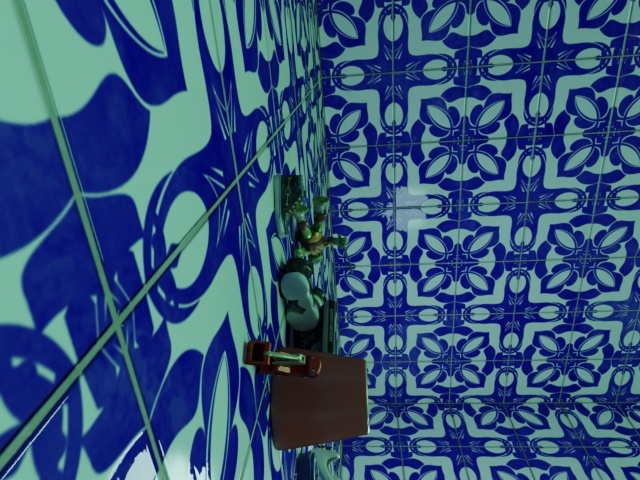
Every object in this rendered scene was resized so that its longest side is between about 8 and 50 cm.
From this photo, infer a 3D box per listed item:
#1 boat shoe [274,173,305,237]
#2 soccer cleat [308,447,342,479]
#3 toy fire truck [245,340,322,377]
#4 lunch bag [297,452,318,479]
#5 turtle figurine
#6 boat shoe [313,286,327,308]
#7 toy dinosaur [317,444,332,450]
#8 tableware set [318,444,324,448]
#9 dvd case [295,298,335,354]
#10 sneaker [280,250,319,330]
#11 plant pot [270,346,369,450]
[{"bbox_3d":[-0.086,-0.099,1.289,0.065,0.083,0.183,-39,127,-83],"label":"boat shoe"},{"bbox_3d":[0.008,0.897,1.564,0.116,0.143,0.331,80,10,-56],"label":"soccer cleat"},{"bbox_3d":[-0.075,0.259,0.972,0.135,0.192,0.047,135,-38,-57],"label":"toy fire truck"},{"bbox_3d":[-0.040,0.768,1.516,0.067,0.065,0.098,59,29,-79],"label":"lunch bag"},{"bbox_3d":[0.000,0.000,1.582,0.274,0.198,0.266,-90,172,-60],"label":"turtle figurine"},{"bbox_3d":[-0.005,0.332,1.744,0.113,0.127,0.339,-55,135,-59],"label":"boat shoe"},{"bbox_3d":[0.006,0.956,1.968,0.268,0.064,0.118,75,28,-69],"label":"toy dinosaur"},{"bbox_3d":[-0.002,0.916,2.108,0.104,0.024,0.154,1,88,-81],"label":"tableware set"},{"bbox_3d":[-0.022,0.316,1.443,0.238,0.030,0.179,-47,-148,46],"label":"dvd case"},{"bbox_3d":[-0.057,0.155,1.394,0.153,0.101,0.268,-85,171,-46],"label":"sneaker"},{"bbox_3d":[0.008,0.424,1.232,0.275,0.243,0.274,-3,90,-85],"label":"plant pot"}]
